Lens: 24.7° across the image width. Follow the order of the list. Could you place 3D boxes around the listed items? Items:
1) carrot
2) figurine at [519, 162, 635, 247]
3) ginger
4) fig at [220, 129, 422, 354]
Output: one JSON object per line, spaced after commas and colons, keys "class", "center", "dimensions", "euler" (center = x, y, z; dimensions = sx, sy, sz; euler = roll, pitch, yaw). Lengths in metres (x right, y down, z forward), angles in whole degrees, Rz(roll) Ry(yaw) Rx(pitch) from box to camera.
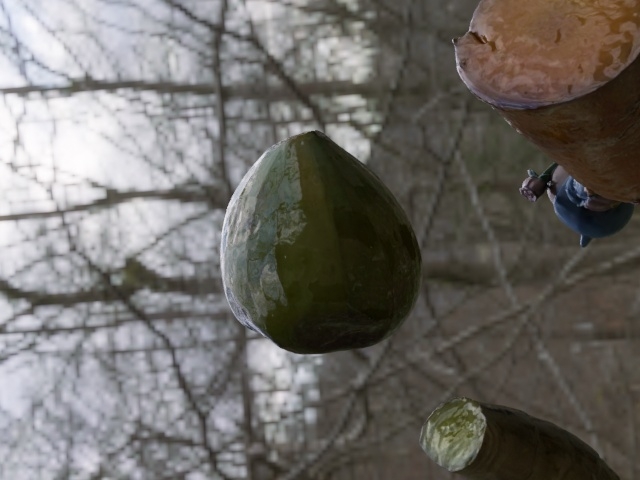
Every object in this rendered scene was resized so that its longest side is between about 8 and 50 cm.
{"class": "carrot", "center": [0.267, -0.135, 1.431], "dimensions": [0.254, 0.196, 0.196], "euler": [47, -145, -48]}
{"class": "figurine", "center": [0.339, -0.077, 1.884], "dimensions": [0.114, 0.144, 0.178], "euler": [-59, -15, -15]}
{"class": "ginger", "center": [0.239, 0.257, 1.668], "dimensions": [0.109, 0.263, 0.116], "euler": [-24, 46, 52]}
{"class": "fig", "center": [0.000, 0.000, 1.731], "dimensions": [0.239, 0.239, 0.271], "euler": [-71, -22, -72]}
